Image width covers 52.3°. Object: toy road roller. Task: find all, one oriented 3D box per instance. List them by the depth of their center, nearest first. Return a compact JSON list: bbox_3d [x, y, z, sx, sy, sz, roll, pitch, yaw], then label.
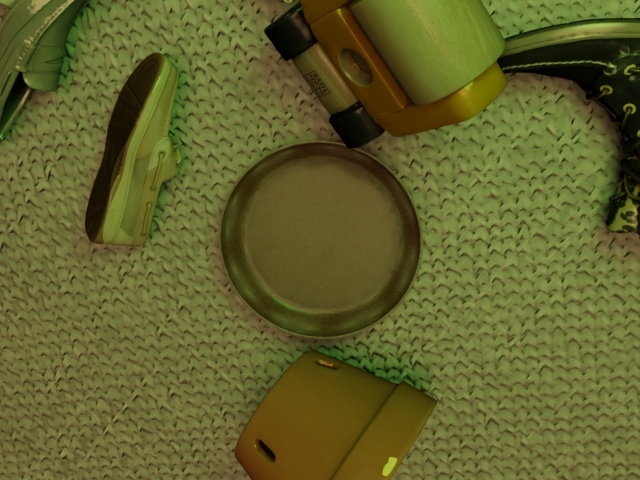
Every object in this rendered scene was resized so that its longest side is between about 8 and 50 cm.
[{"bbox_3d":[0.107,-0.272,0.798,0.240,0.329,0.202,-45,110,-18],"label":"toy road roller"}]

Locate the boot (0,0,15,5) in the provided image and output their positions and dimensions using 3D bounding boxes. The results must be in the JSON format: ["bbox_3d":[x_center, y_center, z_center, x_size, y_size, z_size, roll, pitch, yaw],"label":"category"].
[{"bbox_3d":[-0.488,-0.461,0.926,0.244,0.088,0.176,37,103,0],"label":"boot"}]

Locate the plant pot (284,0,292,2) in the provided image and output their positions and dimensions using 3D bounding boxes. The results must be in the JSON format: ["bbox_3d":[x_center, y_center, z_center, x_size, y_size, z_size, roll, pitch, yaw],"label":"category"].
[{"bbox_3d":[-0.038,-0.397,0.887,0.109,0.096,0.109,44,105,-6],"label":"plant pot"}]

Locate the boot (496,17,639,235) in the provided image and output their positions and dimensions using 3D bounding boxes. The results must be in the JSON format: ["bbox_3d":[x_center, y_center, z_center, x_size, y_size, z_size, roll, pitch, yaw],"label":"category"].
[{"bbox_3d":[0.423,-0.149,0.884,0.377,0.138,0.284,0,104,0],"label":"boot"}]

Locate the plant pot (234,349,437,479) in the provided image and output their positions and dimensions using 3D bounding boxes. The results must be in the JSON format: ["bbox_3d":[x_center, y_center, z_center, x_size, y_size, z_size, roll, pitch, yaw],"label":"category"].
[{"bbox_3d":[0.011,0.301,0.978,0.203,0.291,0.291,34,105,15],"label":"plant pot"}]

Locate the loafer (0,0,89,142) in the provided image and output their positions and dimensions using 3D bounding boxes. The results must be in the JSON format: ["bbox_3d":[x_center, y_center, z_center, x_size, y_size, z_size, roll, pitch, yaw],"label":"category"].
[{"bbox_3d":[-0.422,-0.270,0.958,0.319,0.112,0.111,-39,102,21],"label":"loafer"}]

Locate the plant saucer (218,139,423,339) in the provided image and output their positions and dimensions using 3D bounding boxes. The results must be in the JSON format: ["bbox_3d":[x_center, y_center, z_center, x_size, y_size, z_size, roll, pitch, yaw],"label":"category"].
[{"bbox_3d":[0.000,0.000,1.006,0.311,0.050,0.310,1,103,6],"label":"plant saucer"}]

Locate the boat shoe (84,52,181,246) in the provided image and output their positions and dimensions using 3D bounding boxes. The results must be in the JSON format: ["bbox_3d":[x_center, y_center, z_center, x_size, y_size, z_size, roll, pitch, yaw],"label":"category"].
[{"bbox_3d":[-0.265,-0.129,0.984,0.098,0.109,0.302,11,109,-38],"label":"boat shoe"}]
